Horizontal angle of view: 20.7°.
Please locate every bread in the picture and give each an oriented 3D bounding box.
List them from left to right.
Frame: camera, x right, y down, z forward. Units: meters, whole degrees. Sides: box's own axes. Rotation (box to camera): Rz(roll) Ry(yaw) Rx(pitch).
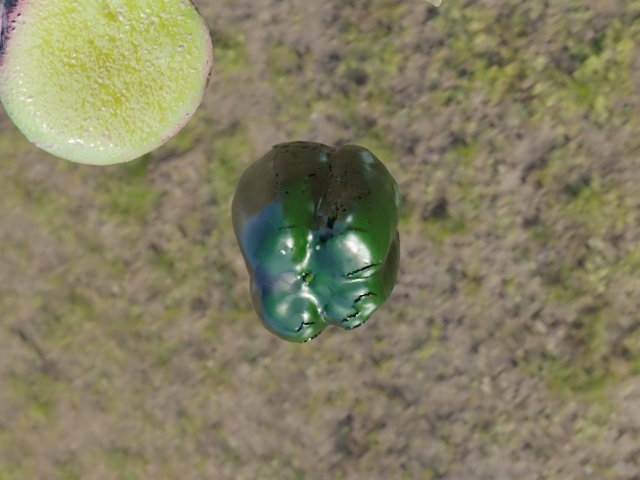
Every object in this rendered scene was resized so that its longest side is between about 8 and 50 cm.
[{"bbox_3d":[-0.210,-0.184,1.715,0.033,0.228,0.228,24,134,65],"label":"bread"}]

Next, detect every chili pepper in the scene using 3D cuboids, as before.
[{"bbox_3d":[0.000,0.000,2.336,0.233,0.257,0.248,-15,114,7],"label":"chili pepper"}]

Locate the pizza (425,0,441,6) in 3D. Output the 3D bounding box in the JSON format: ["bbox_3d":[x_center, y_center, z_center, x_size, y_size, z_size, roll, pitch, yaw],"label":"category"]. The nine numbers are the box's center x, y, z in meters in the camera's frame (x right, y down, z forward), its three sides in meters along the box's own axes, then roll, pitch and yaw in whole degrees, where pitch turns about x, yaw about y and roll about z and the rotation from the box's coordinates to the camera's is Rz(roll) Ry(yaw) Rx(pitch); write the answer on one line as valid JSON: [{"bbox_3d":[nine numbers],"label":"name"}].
[{"bbox_3d":[-0.025,-0.373,1.213,0.406,0.130,0.440,2,109,53],"label":"pizza"}]
